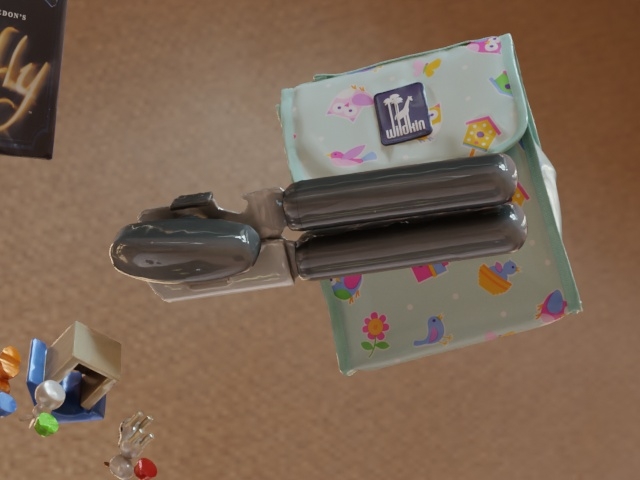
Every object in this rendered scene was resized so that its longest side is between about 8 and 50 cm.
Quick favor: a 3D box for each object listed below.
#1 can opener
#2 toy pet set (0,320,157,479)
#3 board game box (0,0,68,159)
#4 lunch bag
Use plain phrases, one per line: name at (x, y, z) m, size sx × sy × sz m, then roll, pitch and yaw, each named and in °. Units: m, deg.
can opener at (0.000, 0.000, 1.232) m, size 0.093 × 0.280 × 0.074 m, roll -78°, pitch 157°, yaw -65°
toy pet set at (-0.174, 0.111, 1.187) m, size 0.122 × 0.065 × 0.114 m, roll 30°, pitch 33°, yaw -26°
board game box at (-0.175, -0.117, 0.618) m, size 0.243 × 0.042 × 0.165 m, roll 2°, pitch 95°, yaw -60°
lunch bag at (0.094, -0.036, 1.570) m, size 0.160 × 0.223 × 0.262 m, roll -4°, pitch 80°, yaw -80°
